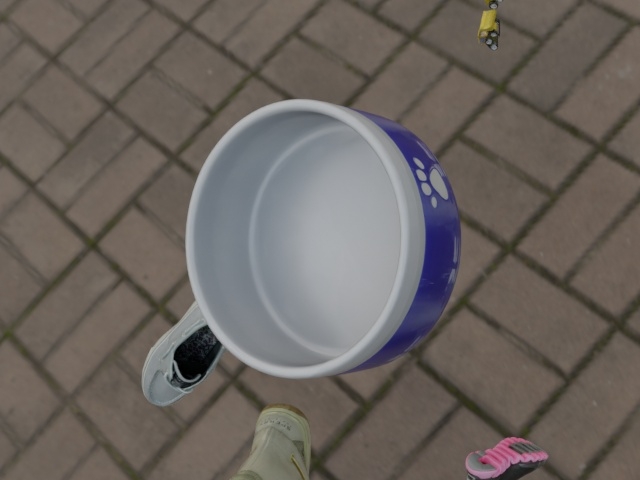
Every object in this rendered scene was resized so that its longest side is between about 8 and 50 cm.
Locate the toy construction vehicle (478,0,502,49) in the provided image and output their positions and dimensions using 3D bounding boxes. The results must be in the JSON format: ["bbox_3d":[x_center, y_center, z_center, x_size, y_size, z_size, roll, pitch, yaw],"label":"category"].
[{"bbox_3d":[0.200,-0.291,1.523,0.035,0.098,0.086,6,59,13],"label":"toy construction vehicle"}]

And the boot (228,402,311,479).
[{"bbox_3d":[-0.053,0.297,1.306,0.077,0.213,0.165,2,24,15],"label":"boot"}]

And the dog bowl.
[{"bbox_3d":[0.000,0.000,1.236,0.265,0.104,0.265,-1,88,36],"label":"dog bowl"}]

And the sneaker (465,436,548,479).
[{"bbox_3d":[0.202,0.256,1.407,0.047,0.119,0.057,32,120,46],"label":"sneaker"}]

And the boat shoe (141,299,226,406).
[{"bbox_3d":[-0.184,0.161,1.733,0.227,0.079,0.081,-53,16,32],"label":"boat shoe"}]
